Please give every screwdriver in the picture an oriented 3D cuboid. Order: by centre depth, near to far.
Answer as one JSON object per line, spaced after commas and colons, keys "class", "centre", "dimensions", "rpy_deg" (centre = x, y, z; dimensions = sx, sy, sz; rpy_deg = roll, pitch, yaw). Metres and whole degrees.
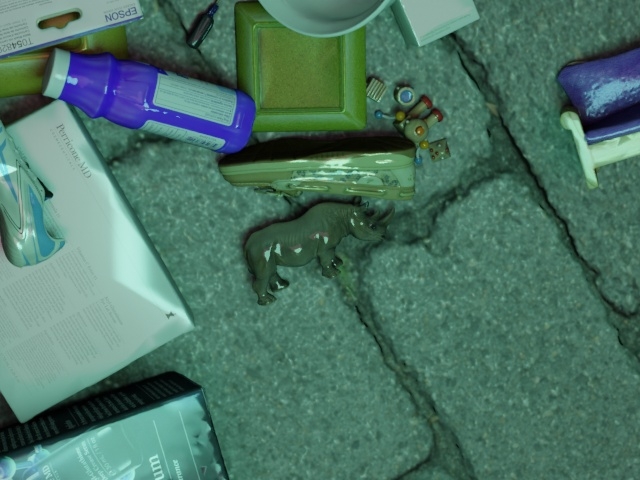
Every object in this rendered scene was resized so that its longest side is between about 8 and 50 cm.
{"class": "screwdriver", "centre": [-0.139, -0.346, 1.617], "dimensions": [0.025, 0.024, 0.170], "rpy_deg": [37, 87, -42]}

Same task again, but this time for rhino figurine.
{"class": "rhino figurine", "centre": [0.000, 0.000, 1.675], "dimensions": [0.243, 0.073, 0.106], "rpy_deg": [-23, 106, -5]}

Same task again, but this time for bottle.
{"class": "bottle", "centre": [-0.235, -0.194, 1.553], "dimensions": [0.283, 0.118, 0.092], "rpy_deg": [14, 89, -23]}

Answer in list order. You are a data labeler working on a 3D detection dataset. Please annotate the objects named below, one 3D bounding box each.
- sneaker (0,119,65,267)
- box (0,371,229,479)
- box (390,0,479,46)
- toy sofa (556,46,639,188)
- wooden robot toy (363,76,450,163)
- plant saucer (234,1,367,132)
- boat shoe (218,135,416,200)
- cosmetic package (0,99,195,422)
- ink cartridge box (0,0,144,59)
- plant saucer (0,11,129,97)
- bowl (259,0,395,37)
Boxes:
{"class": "sneaker", "centre": [-0.411, -0.083, 1.508], "dimensions": [0.086, 0.085, 0.237], "rpy_deg": [-24, 100, -31]}
{"class": "box", "centre": [-0.326, 0.388, 1.579], "dimensions": [0.395, 0.212, 0.293], "rpy_deg": [-18, 96, -17]}
{"class": "box", "centre": [0.156, -0.343, 1.621], "dimensions": [0.101, 0.087, 0.102], "rpy_deg": [-25, 103, -2]}
{"class": "toy sofa", "centre": [0.522, -0.211, 1.613], "dimensions": [0.362, 0.150, 0.177], "rpy_deg": [-16, 98, 15]}
{"class": "wooden robot toy", "centre": [0.138, -0.176, 1.656], "dimensions": [0.076, 0.079, 0.173], "rpy_deg": [-43, 104, 2]}
{"class": "plant saucer", "centre": [-0.029, -0.247, 1.618], "dimensions": [0.188, 0.045, 0.188], "rpy_deg": [-1, 102, 3]}
{"class": "boat shoe", "centre": [-0.005, -0.093, 1.630], "dimensions": [0.285, 0.104, 0.089], "rpy_deg": [-1, 113, 7]}
{"class": "cosmetic package", "centre": [-0.391, 0.026, 1.611], "dimensions": [0.284, 0.097, 0.377], "rpy_deg": [-28, 103, -1]}
{"class": "ink cartridge box", "centre": [-0.366, -0.369, 1.482], "dimensions": [0.223, 0.045, 0.224], "rpy_deg": [-16, 104, -4]}
{"class": "plant saucer", "centre": [-0.444, -0.358, 1.538], "dimensions": [0.332, 0.081, 0.333], "rpy_deg": [-7, 102, -6]}
{"class": "bowl", "centre": [0.038, -0.424, 1.534], "dimensions": [0.134, 0.298, 0.298], "rpy_deg": [-13, 108, -51]}
